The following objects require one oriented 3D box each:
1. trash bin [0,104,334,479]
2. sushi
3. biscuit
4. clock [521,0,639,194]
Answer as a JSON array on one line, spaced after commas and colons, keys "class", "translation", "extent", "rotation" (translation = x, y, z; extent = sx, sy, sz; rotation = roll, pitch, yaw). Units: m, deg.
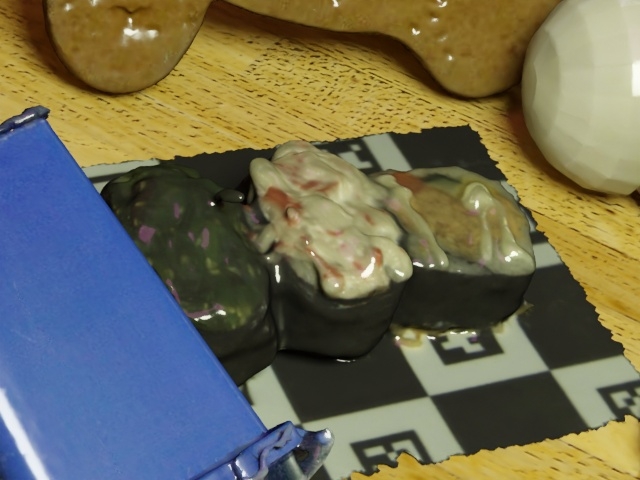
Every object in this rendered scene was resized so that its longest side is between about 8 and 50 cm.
[{"class": "trash bin", "translation": [-0.130, 0.068, 0.888], "extent": [0.184, 0.162, 0.234], "rotation": [-30, 88, -39]}, {"class": "sushi", "translation": [0.000, 0.000, 1.102], "extent": [0.373, 0.100, 0.296], "rotation": [-7, 45, -22]}, {"class": "biscuit", "translation": [-0.014, -0.284, 1.245], "extent": [0.394, 0.368, 0.076], "rotation": [0, 15, -14]}, {"class": "clock", "translation": [0.336, -0.109, 1.271], "extent": [0.326, 0.184, 0.342], "rotation": [28, 38, 23]}]
